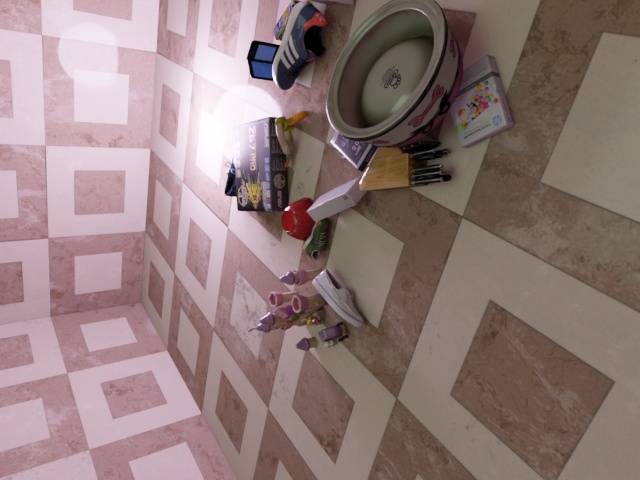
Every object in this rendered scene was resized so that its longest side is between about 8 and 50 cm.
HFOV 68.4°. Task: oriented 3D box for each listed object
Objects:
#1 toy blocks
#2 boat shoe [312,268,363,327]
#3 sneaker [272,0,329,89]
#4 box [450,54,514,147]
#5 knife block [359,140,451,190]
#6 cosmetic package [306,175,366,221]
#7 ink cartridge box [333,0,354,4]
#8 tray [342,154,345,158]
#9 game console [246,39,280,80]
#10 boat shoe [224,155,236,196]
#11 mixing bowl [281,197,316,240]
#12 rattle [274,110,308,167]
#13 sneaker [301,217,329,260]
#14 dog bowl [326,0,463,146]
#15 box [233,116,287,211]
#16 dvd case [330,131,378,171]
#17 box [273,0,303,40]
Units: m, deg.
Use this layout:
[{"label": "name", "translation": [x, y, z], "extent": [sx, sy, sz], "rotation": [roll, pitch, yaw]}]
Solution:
[{"label": "toy blocks", "translation": [-0.112, 0.297, 1.819], "extent": [0.288, 0.260, 0.309], "rotation": [-45, 59, 46]}, {"label": "boat shoe", "translation": [0.073, 0.204, 1.699], "extent": [0.258, 0.095, 0.084], "rotation": [44, 101, 26]}, {"label": "sneaker", "translation": [-0.069, -0.686, 1.747], "extent": [0.148, 0.131, 0.350], "rotation": [42, 141, 13]}, {"label": "box", "translation": [0.404, -0.353, 1.216], "extent": [0.145, 0.038, 0.186], "rotation": [-23, 78, 53]}, {"label": "knife block", "translation": [0.257, -0.188, 1.394], "extent": [0.242, 0.088, 0.276], "rotation": [58, 136, 32]}, {"label": "cosmetic package", "translation": [0.058, -0.141, 1.655], "extent": [0.060, 0.099, 0.239], "rotation": [48, 147, -16]}, {"label": "ink cartridge box", "translation": [-0.013, -0.881, 1.542], "extent": [0.171, 0.232, 0.168], "rotation": [33, 123, 46]}, {"label": "tray", "translation": [0.168, -0.365, 1.515], "extent": [0.270, 0.030, 0.145], "rotation": [-17, 63, 53]}, {"label": "game console", "translation": [-0.219, -0.729, 1.915], "extent": [0.085, 0.144, 0.124], "rotation": [56, 135, 31]}, {"label": "boat shoe", "translation": [-0.408, -0.317, 2.268], "extent": [0.109, 0.089, 0.258], "rotation": [38, 128, 39]}, {"label": "mixing bowl", "translation": [-0.092, -0.079, 1.875], "extent": [0.181, 0.098, 0.182], "rotation": [13, 106, 52]}, {"label": "rattle", "translation": [-0.101, -0.407, 1.899], "extent": [0.130, 0.142, 0.200], "rotation": [-110, 6, -75]}, {"label": "sneaker", "translation": [0.000, 0.000, 1.798], "extent": [0.086, 0.064, 0.192], "rotation": [54, 134, 23]}, {"label": "dog bowl", "translation": [0.206, -0.440, 1.292], "extent": [0.407, 0.150, 0.408], "rotation": [-22, 59, 42]}, {"label": "box", "translation": [-0.267, -0.324, 2.081], "extent": [0.318, 0.097, 0.395], "rotation": [7, 100, 50]}, {"label": "dvd case", "translation": [0.126, -0.347, 1.514], "extent": [0.179, 0.029, 0.239], "rotation": [-59, 33, 19]}, {"label": "box", "translation": [-0.119, -0.854, 1.833], "extent": [0.169, 0.059, 0.054], "rotation": [-32, 70, 51]}]
